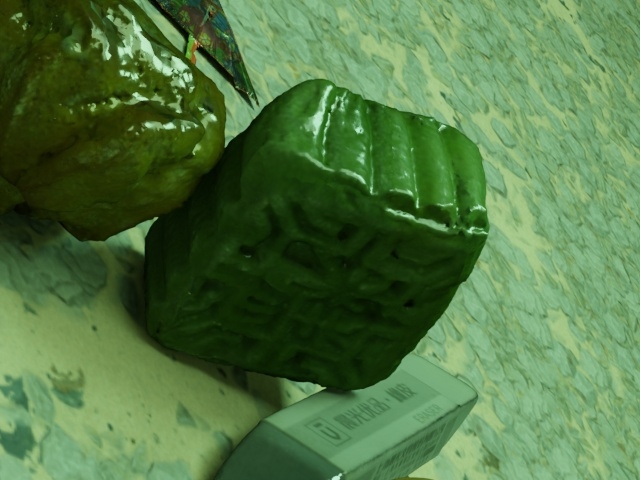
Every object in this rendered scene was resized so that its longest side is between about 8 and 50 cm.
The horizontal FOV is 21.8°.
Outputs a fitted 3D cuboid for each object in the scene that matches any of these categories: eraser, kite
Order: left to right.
[{"bbox_3d":[-0.120,-0.204,1.630,0.190,0.010,0.159,44,30,-18],"label":"kite"},{"bbox_3d":[0.028,0.163,1.362,0.089,0.061,0.352,32,20,18],"label":"eraser"}]

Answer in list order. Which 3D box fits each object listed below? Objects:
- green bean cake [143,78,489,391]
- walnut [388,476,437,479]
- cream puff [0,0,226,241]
[{"bbox_3d":[0.000,0.000,1.287,0.222,0.248,0.125,16,41,-23],"label":"green bean cake"},{"bbox_3d":[0.088,0.278,1.214,0.221,0.195,0.195,31,28,-1],"label":"walnut"},{"bbox_3d":[-0.179,-0.108,1.204,0.244,0.196,0.244,42,28,-29],"label":"cream puff"}]
